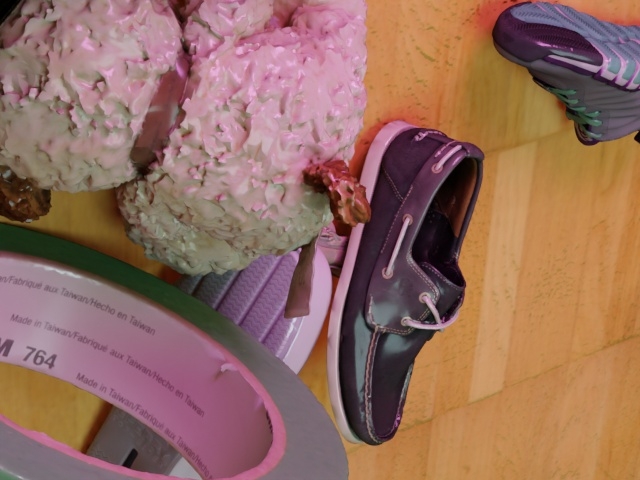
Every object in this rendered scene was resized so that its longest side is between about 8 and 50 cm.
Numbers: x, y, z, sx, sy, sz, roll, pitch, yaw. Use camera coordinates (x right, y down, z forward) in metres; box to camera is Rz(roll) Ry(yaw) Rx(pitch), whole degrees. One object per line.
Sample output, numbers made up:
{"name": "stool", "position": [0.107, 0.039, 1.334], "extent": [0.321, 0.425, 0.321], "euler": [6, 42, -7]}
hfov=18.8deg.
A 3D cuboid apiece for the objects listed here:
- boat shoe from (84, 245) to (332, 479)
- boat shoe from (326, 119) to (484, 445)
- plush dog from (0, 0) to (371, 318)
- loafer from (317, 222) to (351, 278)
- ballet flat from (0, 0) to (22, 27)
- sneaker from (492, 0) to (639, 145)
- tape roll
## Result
{"name": "boat shoe", "position": [-0.078, 0.110, 1.346], "extent": [0.094, 0.109, 0.302], "euler": [-3, 135, -54]}
{"name": "boat shoe", "position": [0.060, 0.037, 1.357], "extent": [0.084, 0.079, 0.233], "euler": [-2, 106, -57]}
{"name": "plush dog", "position": [-0.094, -0.079, 1.130], "extent": [0.225, 0.211, 0.262], "euler": [14, 114, -19]}
{"name": "loafer", "position": [0.000, 0.000, 1.362], "extent": [0.125, 0.045, 0.039], "euler": [25, 87, -54]}
{"name": "ballet flat", "position": [-0.209, -0.094, 1.046], "extent": [0.250, 0.058, 0.084], "euler": [-46, 164, 25]}
{"name": "sneaker", "position": [0.197, -0.108, 1.407], "extent": [0.223, 0.083, 0.098], "euler": [5, 123, -42]}
{"name": "tape roll", "position": [-0.142, 0.099, 1.107], "extent": [0.321, 0.321, 0.077], "euler": [9, 115, -43]}
